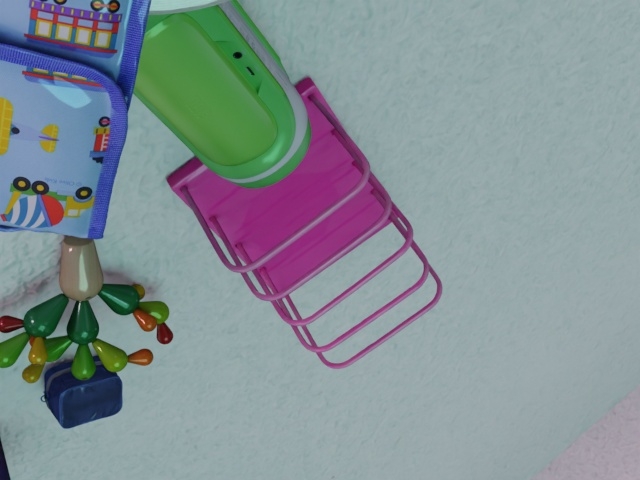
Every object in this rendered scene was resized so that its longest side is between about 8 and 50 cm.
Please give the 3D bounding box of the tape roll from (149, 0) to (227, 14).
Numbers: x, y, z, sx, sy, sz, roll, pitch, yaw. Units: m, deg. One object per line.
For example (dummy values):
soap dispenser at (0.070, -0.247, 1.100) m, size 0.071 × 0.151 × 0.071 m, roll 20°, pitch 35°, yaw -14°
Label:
tape roll at (-0.125, -0.349, 0.577) m, size 0.392 × 0.072 × 0.392 m, roll -8°, pitch 116°, yaw -16°

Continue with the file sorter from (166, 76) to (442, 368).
file sorter at (0.000, 0.000, 1.034) m, size 0.202 × 0.182 × 0.290 m, roll -36°, pitch 141°, yaw 3°

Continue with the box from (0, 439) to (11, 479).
box at (-0.513, 0.359, 1.064) m, size 0.261 × 0.184 × 0.103 m, roll -13°, pitch 137°, yaw -23°

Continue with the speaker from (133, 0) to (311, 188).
speaker at (-0.121, -0.171, 0.822) m, size 0.131 × 0.131 × 0.296 m, roll -37°, pitch 141°, yaw 5°

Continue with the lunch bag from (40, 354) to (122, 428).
lunch bag at (-0.313, 0.195, 1.119) m, size 0.098 × 0.065 × 0.067 m, roll -10°, pitch 121°, yaw -34°

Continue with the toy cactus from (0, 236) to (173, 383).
toy cactus at (-0.279, 0.078, 1.016) m, size 0.219 × 0.112 × 0.180 m, roll -7°, pitch 116°, yaw -24°

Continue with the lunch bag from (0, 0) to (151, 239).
lunch bag at (-0.231, -0.129, 0.537) m, size 0.221 × 0.138 × 0.293 m, roll 6°, pitch 118°, yaw -21°
